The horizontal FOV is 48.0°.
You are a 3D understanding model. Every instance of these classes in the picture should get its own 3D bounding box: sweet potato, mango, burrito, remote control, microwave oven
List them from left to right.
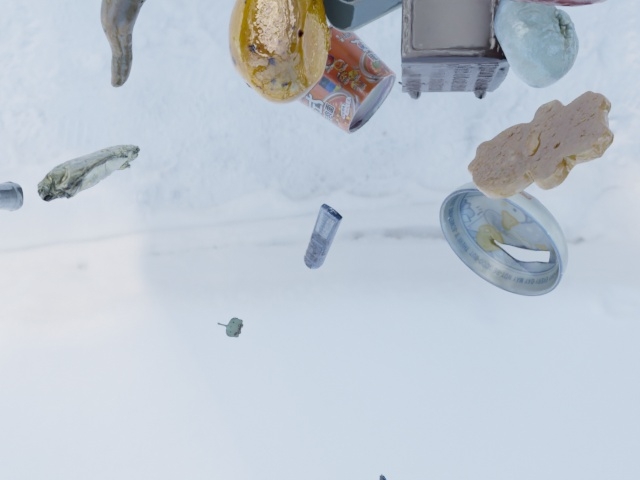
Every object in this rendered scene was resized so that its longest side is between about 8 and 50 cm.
[{"bbox_3d":[-0.396,-0.122,1.247,0.063,0.229,0.058,11,113,22],"label":"burrito"},{"bbox_3d":[-0.335,-0.441,1.297,0.108,0.079,0.346,2,118,-58],"label":"sweet potato"},{"bbox_3d":[-0.086,-0.416,1.406,0.191,0.160,0.290,12,104,22],"label":"mango"},{"bbox_3d":[0.001,-0.001,1.285,0.027,0.043,0.152,-32,155,-38],"label":"remote control"},{"bbox_3d":[0.221,-0.373,1.168,0.188,0.178,0.248,0,85,4],"label":"microwave oven"}]

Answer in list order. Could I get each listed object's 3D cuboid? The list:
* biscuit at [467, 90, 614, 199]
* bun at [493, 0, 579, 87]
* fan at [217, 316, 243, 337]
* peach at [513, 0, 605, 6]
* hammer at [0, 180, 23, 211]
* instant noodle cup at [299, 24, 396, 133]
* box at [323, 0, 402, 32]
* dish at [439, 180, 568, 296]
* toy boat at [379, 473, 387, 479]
[{"bbox_3d":[0.254,-0.103,0.836,0.184,0.133,0.027,-34,124,30],"label":"biscuit"},{"bbox_3d":[0.302,-0.285,0.991,0.141,0.141,0.083,37,139,-26],"label":"bun"},{"bbox_3d":[-0.245,0.232,1.946,0.083,0.004,0.056,23,83,-39],"label":"fan"},{"bbox_3d":[0.175,-0.278,0.437,0.238,0.281,0.281,11,119,-41],"label":"peach"},{"bbox_3d":[-0.428,-0.062,0.874,0.044,0.427,0.152,-3,96,-7],"label":"hammer"},{"bbox_3d":[0.063,-0.411,1.870,0.192,0.250,0.250,41,109,9],"label":"instant noodle cup"},{"bbox_3d":[0.099,-0.621,1.345,0.373,0.090,0.367,-18,113,35],"label":"box"},{"bbox_3d":[0.386,-0.031,1.428,0.134,0.273,0.273,-44,124,-25],"label":"dish"},{"bbox_3d":[0.101,0.441,1.022,0.066,0.084,0.210,-2,76,-21],"label":"toy boat"}]
